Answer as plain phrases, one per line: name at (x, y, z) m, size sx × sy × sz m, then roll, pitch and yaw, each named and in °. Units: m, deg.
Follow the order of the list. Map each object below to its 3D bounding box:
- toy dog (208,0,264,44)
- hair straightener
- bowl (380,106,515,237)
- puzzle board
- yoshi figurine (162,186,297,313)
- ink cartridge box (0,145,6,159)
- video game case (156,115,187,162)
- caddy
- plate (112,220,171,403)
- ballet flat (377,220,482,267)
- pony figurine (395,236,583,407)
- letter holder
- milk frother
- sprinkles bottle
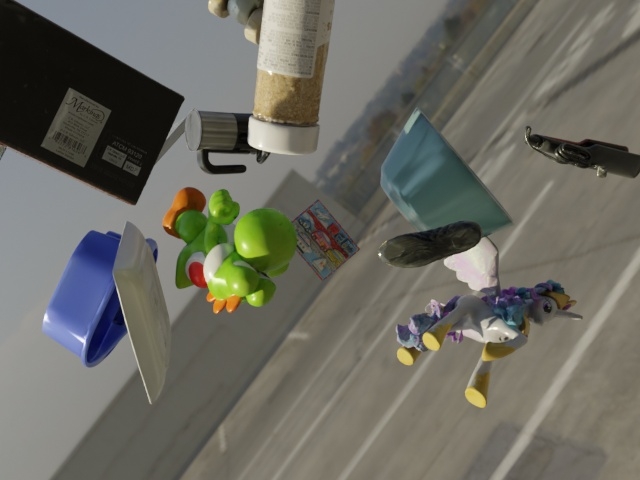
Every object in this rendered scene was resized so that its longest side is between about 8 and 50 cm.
toy dog at (-0.124, -0.614, 2.309) m, size 0.161 × 0.220 × 0.334 m, roll 112°, pitch 177°, yaw -47°
hair straightener at (0.400, -0.132, 1.464) m, size 0.047 × 0.230 × 0.089 m, roll -67°, pitch 30°, yaw 17°
bowl at (0.239, -0.104, 2.001) m, size 0.163 × 0.311 × 0.311 m, roll -40°, pitch 3°, yaw 11°
puzzle board at (0.000, 0.000, 1.858) m, size 0.096 × 0.128 × 0.011 m, roll -41°, pitch 9°, yaw -3°
yoshi figurine at (-0.145, 0.000, 1.744) m, size 0.362 × 0.203 × 0.203 m, roll -146°, pitch 55°, yaw -59°
ink cartridge box at (-0.647, -0.201, 1.709) m, size 0.082 × 0.191 × 0.139 m, roll -33°, pitch -9°, yaw -48°
video game case at (-0.425, -0.211, 2.418) m, size 0.193 × 0.023 × 0.212 m, roll -17°, pitch 32°, yaw 52°
caddy at (-0.505, 0.134, 2.328) m, size 0.341 × 0.179 × 0.241 m, roll -64°, pitch -9°, yaw 4°
plate at (-0.331, 0.128, 1.863) m, size 0.045 × 0.278 × 0.277 m, roll -12°, pitch 21°, yaw -2°
ballet flat at (0.178, 0.008, 1.575) m, size 0.173 × 0.058 × 0.049 m, roll -12°, pitch 8°, yaw 13°
pony figurine at (0.332, 0.158, 2.085) m, size 0.363 × 0.351 × 0.303 m, roll -32°, pitch -45°, yaw -37°
letter holder at (-0.364, -0.183, 1.202) m, size 0.214 × 0.301 × 0.152 m, roll 16°, pitch 81°, yaw 54°
milk frother at (-0.169, -0.199, 1.867) m, size 0.134 × 0.129 × 0.143 m, roll -1°, pitch -16°, yaw -30°
sprinkles bottle at (-0.043, -0.325, 1.610) m, size 0.121 × 0.121 × 0.356 m, roll -55°, pitch -26°, yaw -72°
